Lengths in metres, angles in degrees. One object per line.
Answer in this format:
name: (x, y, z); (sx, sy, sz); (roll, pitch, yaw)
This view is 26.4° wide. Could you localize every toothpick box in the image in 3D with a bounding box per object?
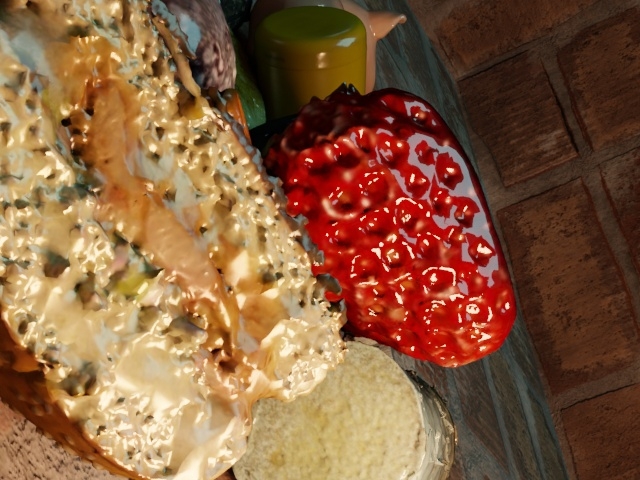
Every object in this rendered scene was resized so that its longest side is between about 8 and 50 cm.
toothpick box: (-0.013, -0.216, 2.142); (0.175, 0.175, 0.271); (-85, 174, -60)

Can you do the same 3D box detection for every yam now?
yam: (0.044, 0.241, 1.637); (0.348, 0.241, 0.241); (33, 37, -73)

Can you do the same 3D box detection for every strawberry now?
strawberry: (0.073, 0.009, 1.595); (0.295, 0.317, 0.345); (-26, 76, -44)

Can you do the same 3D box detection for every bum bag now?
bum bag: (-0.147, -0.399, 2.243); (0.248, 0.069, 0.102); (-72, 173, -69)

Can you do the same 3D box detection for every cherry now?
cherry: (-0.206, -0.210, 1.496); (0.255, 0.218, 0.296); (61, -7, 35)

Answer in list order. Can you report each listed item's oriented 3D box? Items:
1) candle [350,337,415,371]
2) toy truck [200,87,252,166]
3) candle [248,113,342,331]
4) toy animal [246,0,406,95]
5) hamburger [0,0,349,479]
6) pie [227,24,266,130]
candle: (0.106, 0.180, 2.283); (0.168, 0.068, 0.192); (24, 49, -70)
toy truck: (-0.147, -0.010, 1.395); (0.288, 0.204, 0.212); (75, 1, -67)
candle: (0.000, 0.000, 1.903); (0.221, 0.221, 0.343); (-83, 151, -61)
toy animal: (-0.013, -0.345, 2.350); (0.269, 0.237, 0.326); (-59, 162, -19)
hamburger: (-0.207, -0.004, 1.130); (0.268, 0.287, 0.445); (-46, 117, -26)
pie: (-0.175, -0.278, 1.986); (0.323, 0.070, 0.323); (57, 15, -25)
